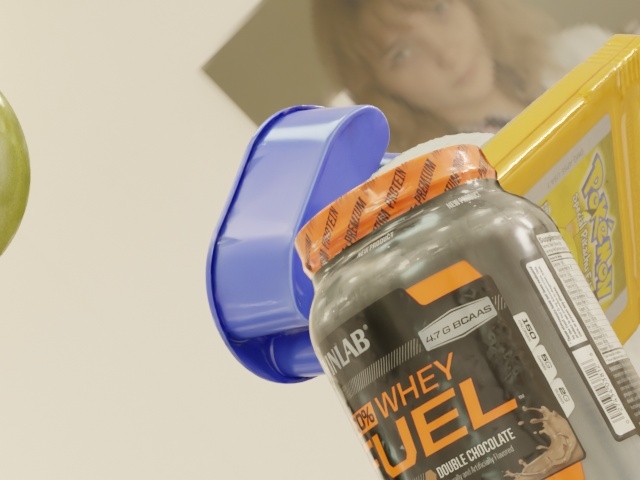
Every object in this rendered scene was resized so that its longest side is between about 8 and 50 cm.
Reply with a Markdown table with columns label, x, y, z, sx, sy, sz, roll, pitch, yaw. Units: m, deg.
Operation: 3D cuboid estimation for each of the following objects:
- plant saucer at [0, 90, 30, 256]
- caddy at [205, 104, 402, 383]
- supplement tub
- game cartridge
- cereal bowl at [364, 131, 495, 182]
| label | x | y | z | sx | sy | sz | roll | pitch | yaw |
| --- | --- | --- | --- | --- | --- | --- | --- | --- | --- |
| plant saucer | -0.382 | -0.059 | 1.485 | 0.241 | 0.241 | 0.037 | -44 | 11 | 2 |
| caddy | 0.000 | 0.000 | 1.922 | 0.179 | 0.241 | 0.341 | -6 | 56 | 47 |
| supplement tub | 0.125 | 0.113 | 1.229 | 0.207 | 0.338 | 0.207 | -26 | -13 | -6 |
| game cartridge | 0.229 | 0.001 | 1.520 | 0.323 | 0.052 | 0.285 | -39 | -51 | -41 |
| cereal bowl | 0.140 | 0.039 | 1.774 | 0.339 | 0.339 | 0.141 | -43 | 32 | -7 |
